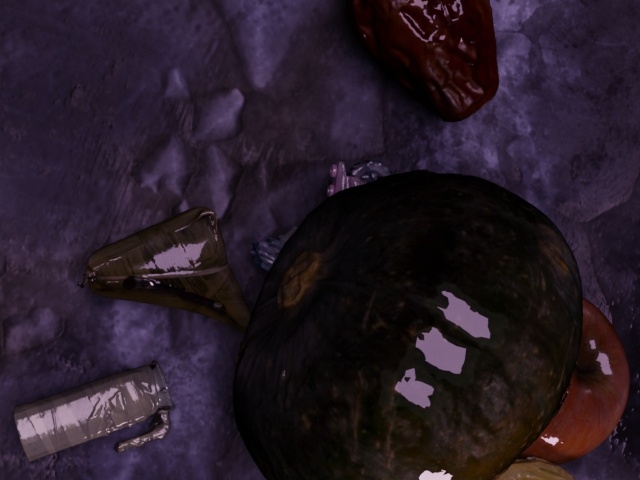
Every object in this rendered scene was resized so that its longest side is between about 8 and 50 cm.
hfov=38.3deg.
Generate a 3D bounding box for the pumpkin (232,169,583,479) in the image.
[{"bbox_3d":[0.102,0.127,1.096,0.344,0.454,0.454,37,76,-18],"label":"pumpkin"}]

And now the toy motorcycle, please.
[{"bbox_3d":[0.001,0.000,1.316,0.204,0.108,0.239,5,81,-13],"label":"toy motorcycle"}]

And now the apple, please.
[{"bbox_3d":[0.304,0.194,1.317,0.253,0.253,0.254,2,82,-13],"label":"apple"}]

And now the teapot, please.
[{"bbox_3d":[-0.294,0.240,1.231,0.200,0.077,0.107,-18,91,-15],"label":"teapot"}]

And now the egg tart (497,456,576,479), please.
[{"bbox_3d":[0.224,0.440,1.272,0.345,0.132,0.346,-5,107,-17],"label":"egg tart"}]

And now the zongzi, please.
[{"bbox_3d":[-0.209,0.080,1.270,0.204,0.094,0.204,-24,97,-12],"label":"zongzi"}]

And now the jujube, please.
[{"bbox_3d":[0.152,-0.316,1.358,0.197,0.197,0.290,-39,108,-15],"label":"jujube"}]
